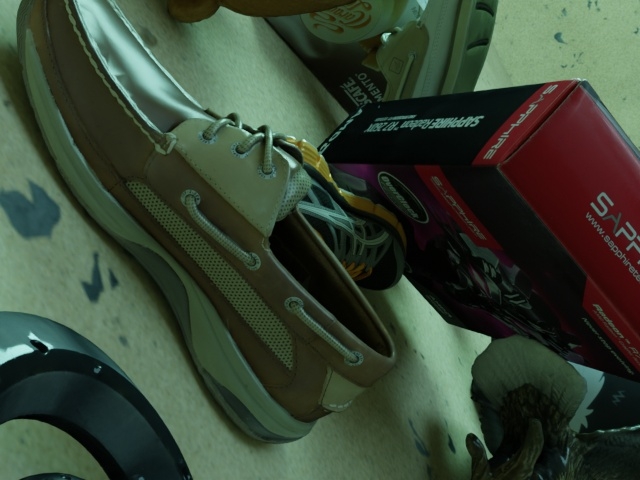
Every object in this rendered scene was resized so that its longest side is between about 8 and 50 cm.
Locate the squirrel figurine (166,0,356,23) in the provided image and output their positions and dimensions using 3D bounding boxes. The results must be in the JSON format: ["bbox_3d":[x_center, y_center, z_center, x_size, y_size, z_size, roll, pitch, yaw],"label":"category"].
[{"bbox_3d":[-0.093,-0.368,0.886,0.397,0.281,0.370,22,55,-36],"label":"squirrel figurine"}]

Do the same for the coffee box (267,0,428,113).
[{"bbox_3d":[0.041,-0.249,1.161,0.246,0.141,0.098,44,26,-45],"label":"coffee box"}]

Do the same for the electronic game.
[{"bbox_3d":[-0.108,0.140,0.428,0.229,0.048,0.229,52,28,-42],"label":"electronic game"}]

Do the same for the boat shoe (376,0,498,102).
[{"bbox_3d":[0.107,-0.180,1.078,0.113,0.103,0.302,-6,110,-67],"label":"boat shoe"}]

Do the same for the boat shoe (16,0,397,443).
[{"bbox_3d":[-0.060,-0.028,0.658,0.324,0.116,0.123,57,20,-16],"label":"boat shoe"}]

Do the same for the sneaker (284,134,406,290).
[{"bbox_3d":[0.000,0.000,0.851,0.215,0.084,0.083,36,47,-47],"label":"sneaker"}]

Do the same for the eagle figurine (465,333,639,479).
[{"bbox_3d":[0.210,0.220,0.938,0.298,0.225,0.226,7,44,-54],"label":"eagle figurine"}]

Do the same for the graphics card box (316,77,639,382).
[{"bbox_3d":[0.147,-0.011,0.873,0.233,0.094,0.371,47,-11,-19],"label":"graphics card box"}]

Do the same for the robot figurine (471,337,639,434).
[{"bbox_3d":[0.309,0.171,1.152,0.209,0.278,0.173,97,19,-54],"label":"robot figurine"}]
